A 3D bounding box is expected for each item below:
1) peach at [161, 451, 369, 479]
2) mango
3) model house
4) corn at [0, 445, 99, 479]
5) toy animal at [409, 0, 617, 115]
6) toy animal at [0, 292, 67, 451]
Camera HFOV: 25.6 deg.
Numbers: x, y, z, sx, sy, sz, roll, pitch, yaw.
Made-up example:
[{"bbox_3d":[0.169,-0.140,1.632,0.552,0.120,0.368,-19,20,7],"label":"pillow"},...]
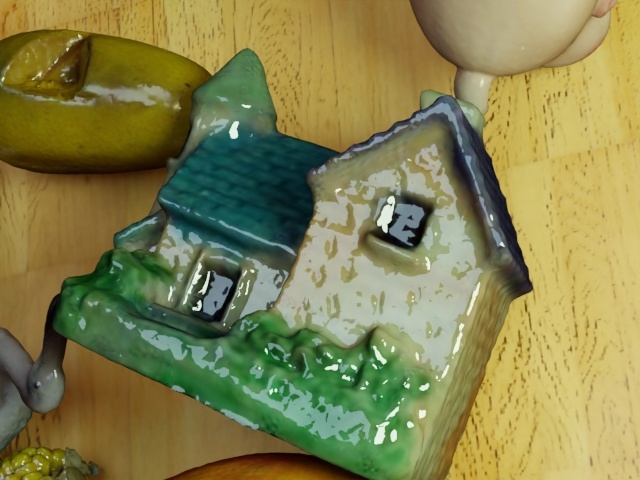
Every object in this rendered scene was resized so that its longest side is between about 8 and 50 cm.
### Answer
[{"bbox_3d":[-0.089,0.328,0.973,0.306,0.242,0.380,42,110,11],"label":"peach"},{"bbox_3d":[-0.197,-0.121,1.247,0.262,0.167,0.130,5,90,22],"label":"mango"},{"bbox_3d":[0.000,0.000,1.063,0.312,0.245,0.280,22,87,19],"label":"model house"},{"bbox_3d":[-0.322,0.285,1.202,0.313,0.102,0.102,-36,62,13],"label":"corn"},{"bbox_3d":[0.152,-0.255,1.101,0.229,0.210,0.221,-32,67,-27],"label":"toy animal"},{"bbox_3d":[-0.287,0.120,1.185,0.324,0.090,0.195,11,108,55],"label":"toy animal"}]
